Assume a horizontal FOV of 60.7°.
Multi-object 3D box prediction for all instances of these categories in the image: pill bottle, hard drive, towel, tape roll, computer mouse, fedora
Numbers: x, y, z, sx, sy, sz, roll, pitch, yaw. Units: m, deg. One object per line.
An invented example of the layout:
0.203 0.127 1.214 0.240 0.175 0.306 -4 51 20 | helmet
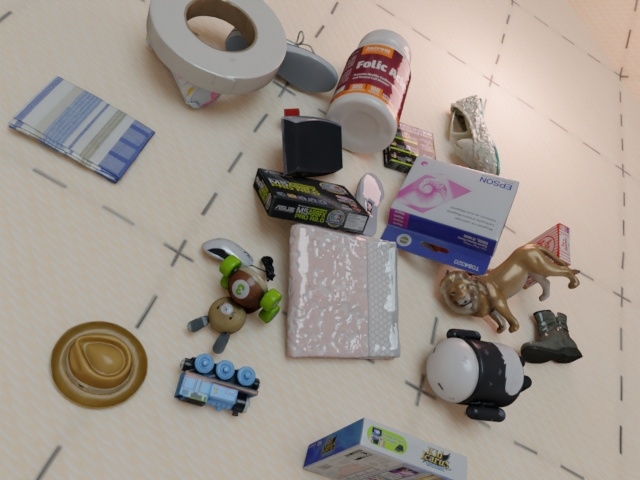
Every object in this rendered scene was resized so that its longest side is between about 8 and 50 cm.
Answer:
0.168 -0.487 1.755 0.224 0.224 0.392 26 54 -12 | pill bottle
-0.015 -0.265 1.543 0.254 0.054 0.172 -12 102 -56 | hard drive
0.064 0.137 1.404 0.317 0.053 0.332 8 73 -24 | towel
-0.284 -0.579 1.527 0.392 0.072 0.392 12 59 -21 | tape roll
-0.198 0.036 1.358 0.193 0.042 0.106 23 19 -12 | computer mouse
-0.588 -0.279 1.368 0.285 0.034 0.209 29 51 -12 | towel
-0.446 0.242 1.112 0.194 0.079 0.194 12 58 -20 | fedora

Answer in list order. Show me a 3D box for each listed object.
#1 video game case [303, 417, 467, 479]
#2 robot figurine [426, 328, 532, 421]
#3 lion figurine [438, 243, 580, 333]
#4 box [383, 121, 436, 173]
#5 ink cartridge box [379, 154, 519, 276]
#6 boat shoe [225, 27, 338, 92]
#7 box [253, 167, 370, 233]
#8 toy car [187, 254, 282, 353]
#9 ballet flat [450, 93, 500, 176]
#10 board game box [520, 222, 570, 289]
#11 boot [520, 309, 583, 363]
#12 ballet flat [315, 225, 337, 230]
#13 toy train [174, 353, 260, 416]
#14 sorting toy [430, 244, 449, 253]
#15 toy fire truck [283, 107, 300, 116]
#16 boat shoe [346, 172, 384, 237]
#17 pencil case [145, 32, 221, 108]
0.129 0.471 1.157 0.244 0.269 0.061 26 52 -13 | video game case
0.412 0.349 1.439 0.278 0.209 0.173 11 100 -22 | robot figurine
0.551 0.115 1.600 0.392 0.142 0.240 -35 87 -10 | lion figurine
0.299 -0.305 1.832 0.190 0.045 0.184 12 61 -22 | box
0.382 -0.087 1.620 0.324 0.071 0.330 18 57 19 | ink cartridge box
-0.111 -0.600 1.747 0.367 0.136 0.156 17 53 -6 | boat shoe
-0.029 -0.109 1.470 0.270 0.060 0.216 10 23 -22 | box
-0.208 0.160 1.255 0.155 0.149 0.188 38 64 12 | toy car
0.528 -0.355 1.930 0.147 0.147 0.409 17 48 -18 | ballet flat
0.707 0.052 1.742 0.045 0.193 0.147 26 53 -12 | board game box
0.683 0.290 1.678 0.246 0.083 0.161 10 52 -29 | boot
0.000 0.000 1.483 0.074 0.074 0.203 28 50 -11 | ballet flat
-0.223 0.315 1.190 0.184 0.080 0.105 22 64 -17 | toy train
0.417 -0.094 1.749 0.126 0.127 0.365 24 53 15 | sorting toy
-0.082 -0.289 1.594 0.047 0.135 0.192 -2 100 0 | toy fire truck
0.118 -0.095 1.592 0.095 0.084 0.258 38 44 -19 | boat shoe
-0.385 -0.509 1.554 0.124 0.113 0.273 -31 78 -17 | pencil case
